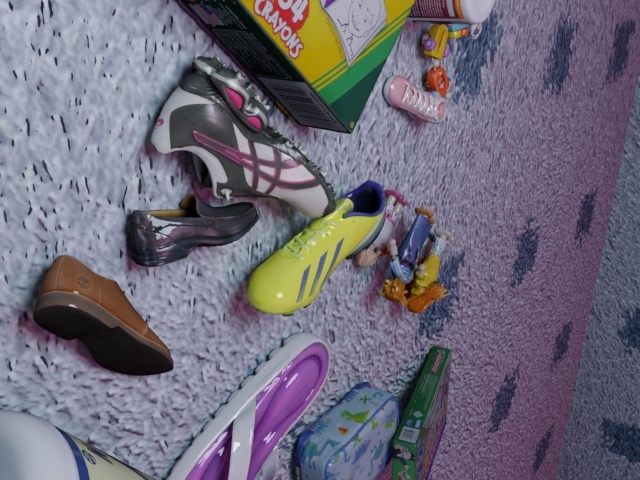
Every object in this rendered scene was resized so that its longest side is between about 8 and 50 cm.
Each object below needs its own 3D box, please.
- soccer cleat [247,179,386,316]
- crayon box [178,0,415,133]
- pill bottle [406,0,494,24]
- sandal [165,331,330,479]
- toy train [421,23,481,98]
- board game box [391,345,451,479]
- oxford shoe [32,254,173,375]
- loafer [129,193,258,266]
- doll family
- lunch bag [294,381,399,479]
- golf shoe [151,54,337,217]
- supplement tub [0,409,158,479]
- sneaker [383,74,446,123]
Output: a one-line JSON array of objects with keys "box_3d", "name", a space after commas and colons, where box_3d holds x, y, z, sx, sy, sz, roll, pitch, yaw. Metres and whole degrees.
[{"box_3d": [-0.001, -0.001, 0.833, 0.289, 0.093, 0.121, -37, 150, -46], "name": "soccer cleat"}, {"box_3d": [-0.018, -0.352, 0.670, 0.363, 0.106, 0.313, 39, 74, -51], "name": "crayon box"}, {"box_3d": [0.165, -0.356, 0.861, 0.086, 0.152, 0.086, -23, 121, -45], "name": "pill bottle"}, {"box_3d": [-0.098, 0.307, 0.839, 0.416, 0.102, 0.169, -56, 140, -22], "name": "sandal"}, {"box_3d": [0.210, -0.327, 1.022, 0.166, 0.046, 0.125, -60, 143, -11], "name": "toy train"}, {"box_3d": [0.210, 0.392, 1.235, 0.317, 0.046, 0.214, -46, 139, -57], "name": "board game box"}, {"box_3d": [-0.214, 0.086, 0.639, 0.212, 0.076, 0.076, 67, 12, -53], "name": "oxford shoe"}, {"box_3d": [-0.139, -0.024, 0.691, 0.170, 0.062, 0.061, -25, 118, -46], "name": "loafer"}, {"box_3d": [0.159, 0.038, 1.042, 0.263, 0.118, 0.163, 39, 73, -51], "name": "doll family"}, {"box_3d": [0.050, 0.374, 1.065, 0.219, 0.090, 0.176, -33, 128, -41], "name": "lunch bag"}, {"box_3d": [-0.084, -0.093, 0.720, 0.120, 0.105, 0.273, -50, 134, -3], "name": "golf shoe"}, {"box_3d": [-0.238, 0.324, 0.561, 0.235, 0.235, 0.325, -55, 140, -21], "name": "supplement tub"}, {"box_3d": [0.161, -0.228, 0.978, 0.134, 0.070, 0.051, 20, 90, -52], "name": "sneaker"}]
